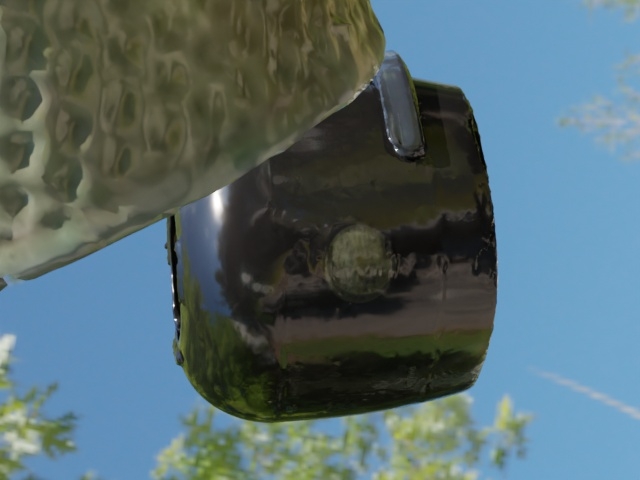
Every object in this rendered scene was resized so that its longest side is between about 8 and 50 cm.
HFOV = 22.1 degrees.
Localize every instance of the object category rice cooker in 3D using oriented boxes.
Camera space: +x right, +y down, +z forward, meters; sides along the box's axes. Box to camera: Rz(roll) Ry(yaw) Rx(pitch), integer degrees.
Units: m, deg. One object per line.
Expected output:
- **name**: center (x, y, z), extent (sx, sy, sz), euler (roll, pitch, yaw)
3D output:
- **rice cooker**: center (0.000, 0.000, 1.186), extent (0.267, 0.224, 0.267), euler (177, 90, -84)

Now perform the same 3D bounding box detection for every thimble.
- **thimble**: center (-0.120, -0.095, 0.687), extent (0.271, 0.270, 0.150), euler (-41, -66, -43)
